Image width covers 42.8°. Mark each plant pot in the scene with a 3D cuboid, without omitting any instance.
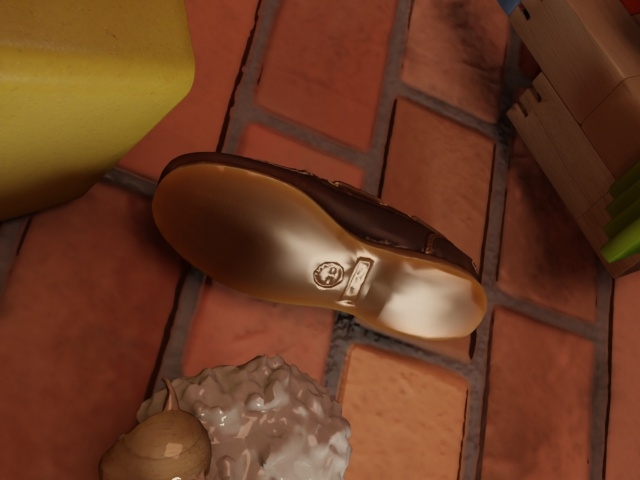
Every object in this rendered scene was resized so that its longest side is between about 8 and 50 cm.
[{"bbox_3d":[-0.179,-0.111,0.368,0.187,0.212,0.212,2,69,-40],"label":"plant pot"}]

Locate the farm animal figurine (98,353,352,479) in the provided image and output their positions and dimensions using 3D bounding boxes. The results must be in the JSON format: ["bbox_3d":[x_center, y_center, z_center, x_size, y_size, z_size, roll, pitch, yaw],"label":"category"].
[{"bbox_3d":[-0.126,0.189,0.282,0.327,0.172,0.330,8,67,-23],"label":"farm animal figurine"}]

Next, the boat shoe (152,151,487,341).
[{"bbox_3d":[0.000,0.000,0.484,0.207,0.073,0.073,24,24,-19],"label":"boat shoe"}]

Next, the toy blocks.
[{"bbox_3d":[0.276,-0.137,0.621,0.381,0.191,0.261,-14,67,-30],"label":"toy blocks"}]
